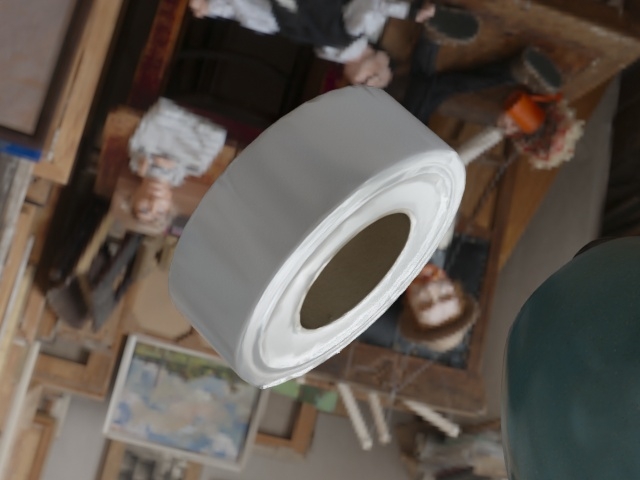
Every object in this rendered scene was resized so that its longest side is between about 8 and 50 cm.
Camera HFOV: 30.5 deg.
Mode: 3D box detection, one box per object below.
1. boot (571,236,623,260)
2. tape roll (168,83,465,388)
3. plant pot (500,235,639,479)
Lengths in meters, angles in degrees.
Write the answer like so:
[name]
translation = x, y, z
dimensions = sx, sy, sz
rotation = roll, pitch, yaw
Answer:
[boot]
translation = 0.392, 0.106, 1.210
dimensions = 0.131, 0.260, 0.348
rotation = -32, 97, 34
[tape roll]
translation = 0.000, 0.000, 1.076
dimensions = 0.100, 0.286, 0.286
rotation = 43, 170, 22
[plant pot]
translation = 0.238, 0.111, 0.812
dimensions = 0.290, 0.195, 0.290
rotation = -22, 142, -18
